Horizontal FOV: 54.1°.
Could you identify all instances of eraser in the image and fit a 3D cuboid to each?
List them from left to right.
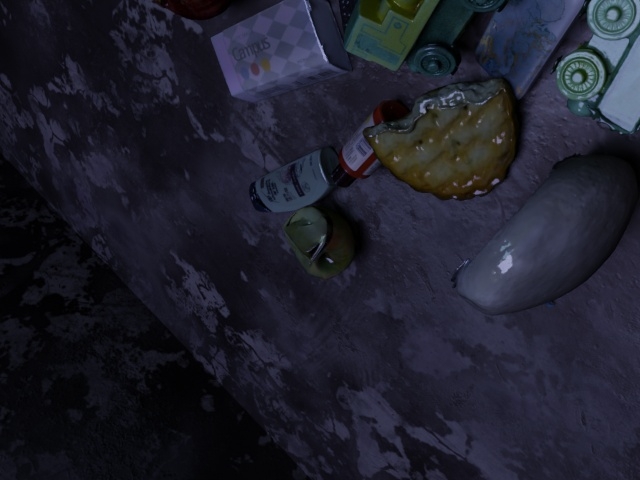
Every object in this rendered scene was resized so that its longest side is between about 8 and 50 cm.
[{"bbox_3d":[-0.115,-0.488,1.635,0.396,0.082,0.213,-4,112,47],"label":"eraser"}]

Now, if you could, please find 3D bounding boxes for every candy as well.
[{"bbox_3d":[0.425,0.011,1.181,0.186,0.427,0.386,49,127,22],"label":"candy"}]

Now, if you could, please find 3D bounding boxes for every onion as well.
[{"bbox_3d":[-0.337,-0.695,1.595,0.276,0.276,0.276,25,131,32],"label":"onion"}]

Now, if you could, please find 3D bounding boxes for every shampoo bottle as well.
[{"bbox_3d":[-0.078,-0.155,1.819,0.359,0.078,0.134,-17,92,49],"label":"shampoo bottle"},{"bbox_3d":[0.116,-0.225,1.561,0.104,0.104,0.278,52,140,5],"label":"shampoo bottle"}]

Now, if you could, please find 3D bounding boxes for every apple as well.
[{"bbox_3d":[0.000,0.000,1.781,0.188,0.173,0.207,-127,30,-50],"label":"apple"}]

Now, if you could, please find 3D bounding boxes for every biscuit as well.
[{"bbox_3d":[0.259,-0.227,1.368,0.335,0.078,0.329,13,135,7],"label":"biscuit"}]

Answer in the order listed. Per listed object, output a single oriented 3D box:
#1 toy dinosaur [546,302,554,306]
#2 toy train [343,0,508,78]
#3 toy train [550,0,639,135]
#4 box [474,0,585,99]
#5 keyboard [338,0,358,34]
[{"bbox_3d":[0.513,0.117,1.445,0.047,0.030,0.083,-2,114,48],"label":"toy dinosaur"},{"bbox_3d":[0.205,-0.463,1.175,0.237,0.150,0.369,22,154,-7],"label":"toy train"},{"bbox_3d":[0.522,-0.321,1.051,0.188,0.159,0.272,33,131,21],"label":"toy train"},{"bbox_3d":[0.382,-0.394,1.163,0.142,0.044,0.285,51,159,15],"label":"box"},{"bbox_3d":[0.069,-0.591,1.377,0.101,0.018,0.310,26,145,34],"label":"keyboard"}]
